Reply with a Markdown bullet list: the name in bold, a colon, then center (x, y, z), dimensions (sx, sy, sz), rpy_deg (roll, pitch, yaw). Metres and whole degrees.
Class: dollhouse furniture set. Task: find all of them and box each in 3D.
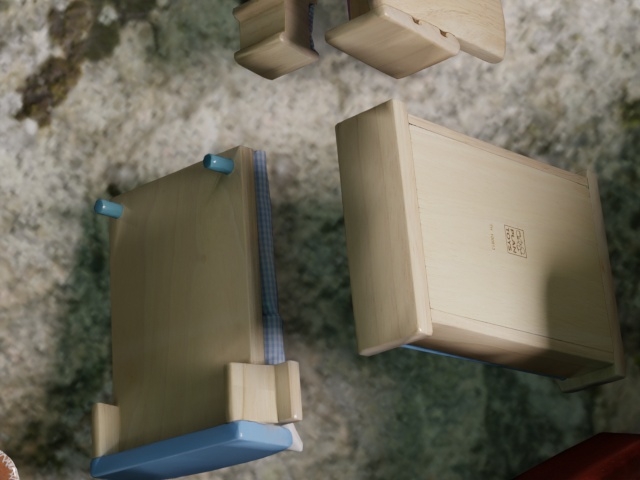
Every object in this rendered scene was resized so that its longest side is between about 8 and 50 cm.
- **dollhouse furniture set**: center (0.000, 0.000, 1.079), dimensions (0.303, 0.198, 0.287), rpy_deg (-21, 65, 38)

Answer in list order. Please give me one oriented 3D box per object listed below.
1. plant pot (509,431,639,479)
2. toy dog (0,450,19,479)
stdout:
- **plant pot**: center (0.163, 0.258, 0.982), dimensions (0.236, 0.267, 0.267), rpy_deg (-43, 86, -5)
- **toy dog**: center (-0.196, 0.208, 1.063), dimensions (0.333, 0.161, 0.220), rpy_deg (35, 139, -23)
